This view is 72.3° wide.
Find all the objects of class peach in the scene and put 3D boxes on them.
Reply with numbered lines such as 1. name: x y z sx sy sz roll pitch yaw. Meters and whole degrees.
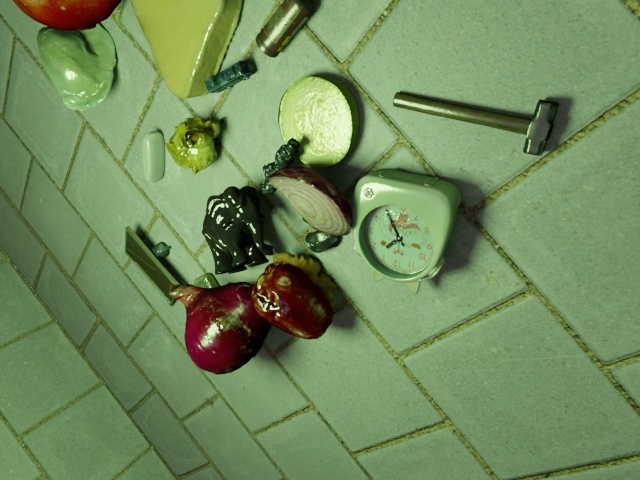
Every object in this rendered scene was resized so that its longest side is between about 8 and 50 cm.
1. peach: -0.780 -0.810 1.329 0.407 0.335 0.309 14 125 23

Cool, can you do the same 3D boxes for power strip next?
1. power strip: -0.383 0.309 1.764 0.092 0.066 0.387 -26 93 38

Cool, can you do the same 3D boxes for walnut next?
1. walnut: -0.075 0.175 1.408 0.269 0.243 0.222 36 162 -8

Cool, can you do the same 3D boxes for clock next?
1. clock: 0.216 -0.017 1.169 0.266 0.109 0.323 17 121 26

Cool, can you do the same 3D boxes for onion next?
1. onion: -0.362 0.269 1.535 0.385 0.347 0.348 39 130 -9
2. onion: 0.001 -0.129 1.226 0.250 0.111 0.248 48 159 -24

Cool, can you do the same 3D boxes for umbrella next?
1. umbrella: -0.124 -0.220 1.287 0.071 0.080 0.224 35 143 -7

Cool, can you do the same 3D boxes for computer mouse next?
1. computer mouse: 0.000 0.000 1.364 0.135 0.047 0.079 -19 99 41

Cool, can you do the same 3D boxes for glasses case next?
1. glasses case: -0.616 -0.307 1.620 0.050 0.076 0.197 25 124 21

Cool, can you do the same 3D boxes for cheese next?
1. cheese: -0.374 -0.645 1.277 0.384 0.104 0.383 14 118 28

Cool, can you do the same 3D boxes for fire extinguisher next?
1. fire extinguisher: -0.078 -0.579 1.105 0.252 0.106 0.075 -33 71 40

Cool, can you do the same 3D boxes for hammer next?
1. hammer: 0.335 -0.292 1.003 0.366 0.043 0.111 21 122 26

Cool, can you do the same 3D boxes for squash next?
1. squash: -0.009 -0.327 1.220 0.252 0.049 0.251 17 122 29

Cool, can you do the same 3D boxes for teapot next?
1. teapot: -0.668 0.043 1.832 0.088 0.057 0.066 -14 104 38

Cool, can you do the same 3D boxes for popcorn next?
1. popcorn: -0.411 -0.329 1.434 0.168 0.174 0.195 61 143 23

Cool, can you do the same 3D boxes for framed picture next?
1. framed picture: -0.733 0.119 1.895 0.335 0.022 0.247 48 145 6

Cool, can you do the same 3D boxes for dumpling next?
1. dumpling: -0.886 -0.635 1.566 0.270 0.211 0.320 -2 121 32

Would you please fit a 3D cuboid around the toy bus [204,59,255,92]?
1. toy bus: -0.272 -0.487 1.307 0.166 0.065 0.047 -10 104 38

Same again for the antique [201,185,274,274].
1. antique: -0.279 -0.030 1.431 0.322 0.185 0.254 -19 80 52
